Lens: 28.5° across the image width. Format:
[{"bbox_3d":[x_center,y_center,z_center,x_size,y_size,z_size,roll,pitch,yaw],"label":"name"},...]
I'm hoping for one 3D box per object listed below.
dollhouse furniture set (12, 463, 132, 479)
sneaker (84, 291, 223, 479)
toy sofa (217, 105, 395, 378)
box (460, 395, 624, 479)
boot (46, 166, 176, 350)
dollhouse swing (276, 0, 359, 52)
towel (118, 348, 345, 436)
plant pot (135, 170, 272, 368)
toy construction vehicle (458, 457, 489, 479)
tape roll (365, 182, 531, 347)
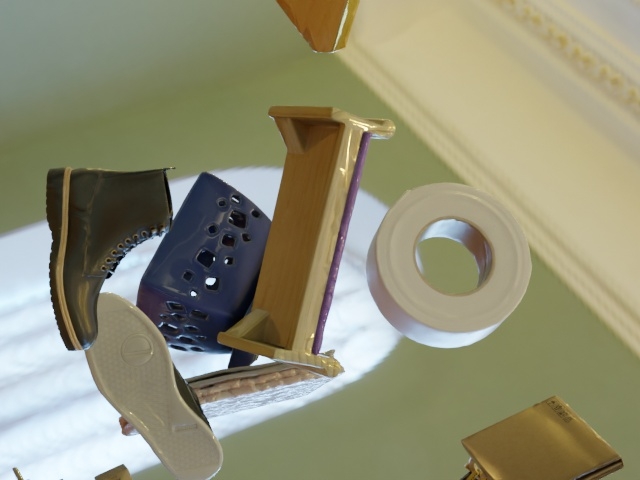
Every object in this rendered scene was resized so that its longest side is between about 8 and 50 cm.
[{"bbox_3d":[-0.368,0.400,1.938,0.123,0.151,0.144,21,-49,64],"label":"dollhouse furniture set"},{"bbox_3d":[-0.239,0.182,1.677,0.296,0.104,0.147,61,-10,-23],"label":"sneaker"},{"bbox_3d":[0.000,0.000,1.759,0.150,0.177,0.363,9,-96,53],"label":"toy sofa"},{"bbox_3d":[0.306,0.298,1.773,0.201,0.164,0.021,-131,-161,-66],"label":"box"},{"bbox_3d":[-0.217,0.016,1.348,0.077,0.137,0.198,-57,142,-88],"label":"boot"},{"bbox_3d":[0.065,-0.515,1.922,0.347,0.315,0.305,55,-14,24],"label":"dollhouse swing"},{"bbox_3d":[-0.153,0.251,2.076,0.317,0.331,0.053,135,-56,-69],"label":"towel"},{"bbox_3d":[-0.158,0.065,2.056,0.212,0.236,0.236,25,-28,3],"label":"plant pot"},{"bbox_3d":[0.224,0.352,1.843,0.098,0.035,0.086,-56,-176,21],"label":"toy construction vehicle"},{"bbox_3d":[0.225,0.042,2.246,0.100,0.286,0.286,113,-46,-68],"label":"tape roll"}]
